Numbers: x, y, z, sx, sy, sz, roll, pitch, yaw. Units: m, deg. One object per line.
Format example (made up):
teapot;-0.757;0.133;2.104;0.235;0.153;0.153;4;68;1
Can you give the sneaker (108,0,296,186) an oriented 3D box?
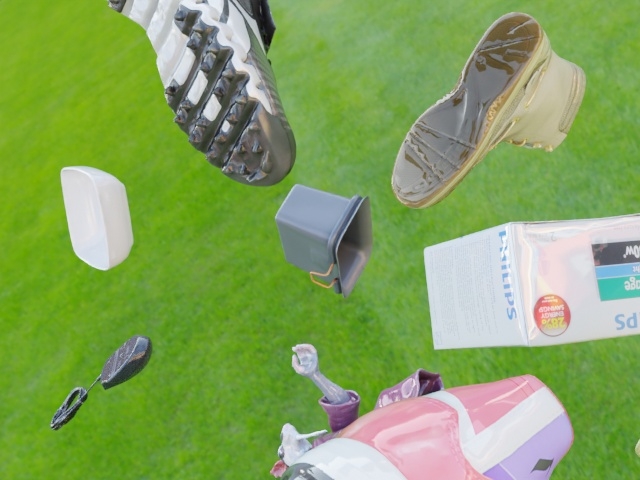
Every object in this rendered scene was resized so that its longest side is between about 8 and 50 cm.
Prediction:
sneaker;-0.065;-0.138;0.593;0.106;0.234;0.078;-16;-27;-41

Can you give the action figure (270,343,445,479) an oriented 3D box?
action figure;0.074;0.300;1.250;0.370;0.276;0.248;-20;44;50

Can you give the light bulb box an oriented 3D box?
light bulb box;0.443;0.086;1.727;0.358;0.225;0.361;-4;-7;-20

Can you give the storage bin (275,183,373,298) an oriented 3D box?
storage bin;0.000;0.000;1.043;0.091;0.135;0.098;21;64;19

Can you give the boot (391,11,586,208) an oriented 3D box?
boot;0.177;-0.110;0.900;0.077;0.165;0.213;43;106;32

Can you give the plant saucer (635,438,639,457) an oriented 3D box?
plant saucer;0.363;0.113;0.678;0.045;0.189;0.188;-68;1;-73

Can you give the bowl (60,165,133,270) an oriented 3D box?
bowl;-0.310;-0.037;1.247;0.053;0.141;0.142;-16;19;-32

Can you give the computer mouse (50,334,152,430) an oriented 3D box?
computer mouse;-0.343;0.231;1.398;0.242;0.041;0.071;-40;28;23

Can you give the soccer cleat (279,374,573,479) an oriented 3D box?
soccer cleat;0.026;0.163;0.462;0.117;0.108;0.318;-26;-22;-25
